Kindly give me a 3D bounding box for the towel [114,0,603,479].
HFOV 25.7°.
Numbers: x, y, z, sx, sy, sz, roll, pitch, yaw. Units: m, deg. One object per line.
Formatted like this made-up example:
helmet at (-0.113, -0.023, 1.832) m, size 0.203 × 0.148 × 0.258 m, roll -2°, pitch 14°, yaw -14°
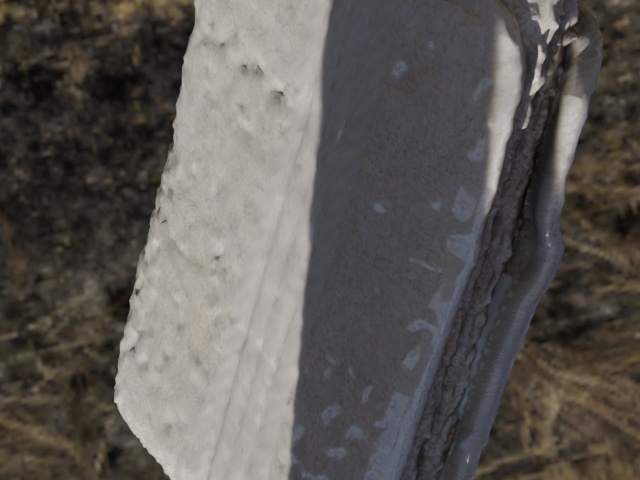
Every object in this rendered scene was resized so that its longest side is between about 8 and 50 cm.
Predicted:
towel at (0.000, 0.000, 0.532) m, size 0.049 × 0.187 × 0.282 m, roll -5°, pitch 123°, yaw -38°
